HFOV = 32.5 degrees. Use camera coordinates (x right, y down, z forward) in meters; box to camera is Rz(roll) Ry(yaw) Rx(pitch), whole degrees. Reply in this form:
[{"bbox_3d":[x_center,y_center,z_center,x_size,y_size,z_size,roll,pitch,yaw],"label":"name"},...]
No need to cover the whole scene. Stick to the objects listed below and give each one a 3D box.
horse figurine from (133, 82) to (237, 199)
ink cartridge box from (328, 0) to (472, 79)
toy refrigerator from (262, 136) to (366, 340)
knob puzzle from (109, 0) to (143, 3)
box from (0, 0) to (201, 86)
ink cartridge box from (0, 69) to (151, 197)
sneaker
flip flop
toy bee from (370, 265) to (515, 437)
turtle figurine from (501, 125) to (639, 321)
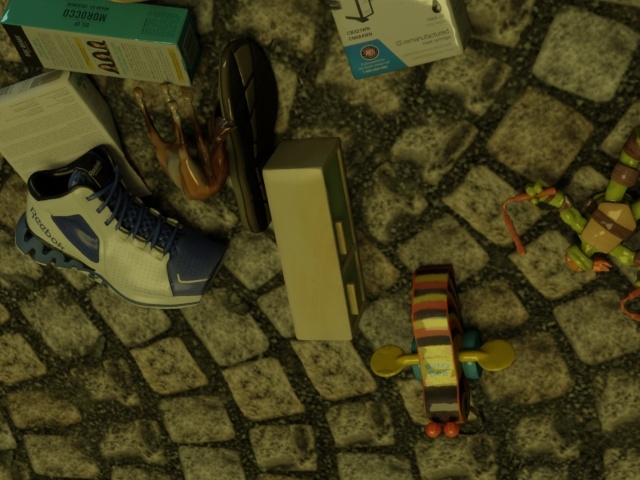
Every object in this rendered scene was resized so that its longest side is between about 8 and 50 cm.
[{"bbox_3d":[-0.174,-0.117,1.450,0.066,0.263,0.175,-25,112,-19],"label":"horse figurine"},{"bbox_3d":[0.084,-0.317,1.335,0.148,0.086,0.203,-11,116,22],"label":"ink cartridge box"},{"bbox_3d":[0.000,0.000,1.534,0.094,0.102,0.270,-1,118,17],"label":"toy refrigerator"},{"bbox_3d":[-0.251,-0.385,1.384,0.213,0.030,0.213,-2,98,-14],"label":"knob puzzle"},{"bbox_3d":[-0.289,-0.270,1.461,0.244,0.060,0.100,9,156,9],"label":"box"},{"bbox_3d":[-0.372,-0.140,1.609,0.181,0.056,0.225,-14,133,23],"label":"ink cartridge box"},{"bbox_3d":[-0.294,-0.026,1.569,0.315,0.127,0.182,17,136,5],"label":"sneaker"},{"bbox_3d":[-0.111,-0.138,1.497,0.080,0.112,0.277,14,128,26],"label":"flip flop"},{"bbox_3d":[0.187,0.194,1.555,0.195,0.162,0.298,-27,108,26],"label":"toy bee"},{"bbox_3d":[0.390,-0.024,1.412,0.269,0.087,0.217,39,115,3],"label":"turtle figurine"}]
